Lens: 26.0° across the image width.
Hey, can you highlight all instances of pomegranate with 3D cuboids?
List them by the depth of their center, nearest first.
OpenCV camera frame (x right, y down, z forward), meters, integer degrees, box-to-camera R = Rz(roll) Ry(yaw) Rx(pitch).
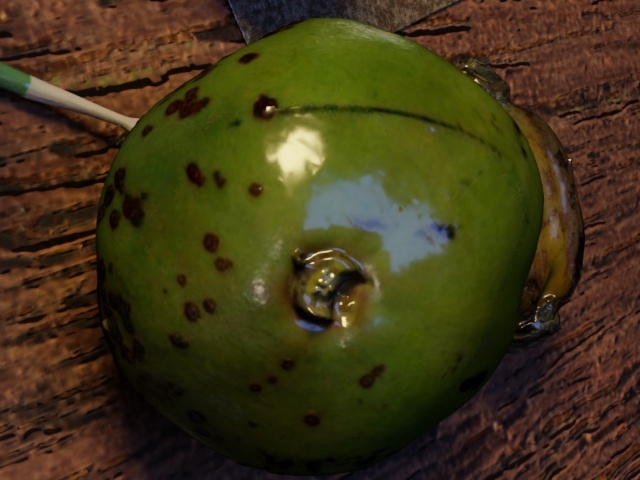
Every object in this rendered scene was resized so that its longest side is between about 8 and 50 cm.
[{"bbox_3d":[0.000,0.000,0.778,0.270,0.254,0.254,-56,131,-81],"label":"pomegranate"}]

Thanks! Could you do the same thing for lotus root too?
[{"bbox_3d":[0.118,-0.023,0.967,0.120,0.120,0.210,-13,92,-43],"label":"lotus root"}]

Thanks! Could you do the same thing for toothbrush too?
[{"bbox_3d":[-0.181,-0.094,0.765,0.257,0.024,0.018,24,48,-37],"label":"toothbrush"}]

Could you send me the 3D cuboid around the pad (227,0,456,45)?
[{"bbox_3d":[0.011,-0.212,0.969,0.235,0.003,0.158,-33,106,-40],"label":"pad"}]
